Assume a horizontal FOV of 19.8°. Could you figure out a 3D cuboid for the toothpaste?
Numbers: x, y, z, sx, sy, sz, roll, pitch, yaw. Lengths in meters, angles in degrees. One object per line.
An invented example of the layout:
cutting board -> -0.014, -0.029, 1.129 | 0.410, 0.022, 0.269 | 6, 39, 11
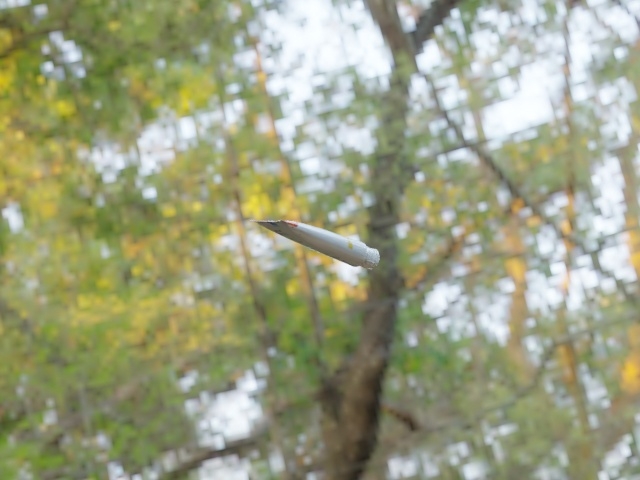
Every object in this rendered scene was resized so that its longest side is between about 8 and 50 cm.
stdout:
toothpaste -> 0.000, 0.000, 2.107 | 0.048, 0.031, 0.190 | 3, -12, 43
